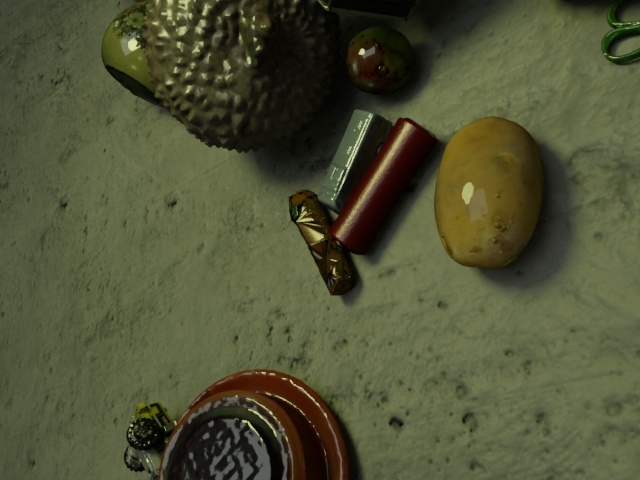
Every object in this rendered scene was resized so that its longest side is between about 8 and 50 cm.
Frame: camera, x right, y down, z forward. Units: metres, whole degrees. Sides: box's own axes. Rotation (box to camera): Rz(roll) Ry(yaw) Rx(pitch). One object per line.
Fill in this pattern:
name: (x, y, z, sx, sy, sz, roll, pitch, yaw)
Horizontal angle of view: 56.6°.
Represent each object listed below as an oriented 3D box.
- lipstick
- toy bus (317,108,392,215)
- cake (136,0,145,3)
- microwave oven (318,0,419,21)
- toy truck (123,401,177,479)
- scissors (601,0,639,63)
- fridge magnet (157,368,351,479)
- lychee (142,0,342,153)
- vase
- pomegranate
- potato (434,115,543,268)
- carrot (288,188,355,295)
lipstick: (0.104, -0.091, 1.009, 0.080, 0.080, 0.241, 42, 104, 40)
toy bus: (0.062, -0.137, 1.062, 0.064, 0.075, 0.191, 26, 93, 42)
cake: (-0.562, -0.870, 1.679, 0.293, 0.306, 0.314, -48, 51, 20)
microwave oven: (0.089, -0.567, 0.911, 0.286, 0.218, 0.355, 60, 137, 23)
toy truck: (-0.295, 0.448, 1.150, 0.286, 0.111, 0.136, 53, 142, 29)
scissors: (0.483, -0.290, 0.786, 0.204, 0.027, 0.101, 8, 83, 43)
fridge magnet: (-0.123, 0.393, 0.978, 0.363, 0.155, 0.364, -10, 64, 22)
lychee: (-0.153, -0.360, 1.128, 0.381, 0.380, 0.432, -67, 22, 2)
vase: (-0.339, -0.478, 1.447, 0.329, 0.241, 0.302, 28, 80, 15)
pomegranate: (0.105, -0.317, 1.061, 0.130, 0.130, 0.130, -14, 67, 37)
potato: (0.241, -0.073, 0.857, 0.150, 0.146, 0.234, 2, 74, 10)
carrot: (0.001, 0.000, 1.083, 0.069, 0.069, 0.229, -42, 54, 23)
